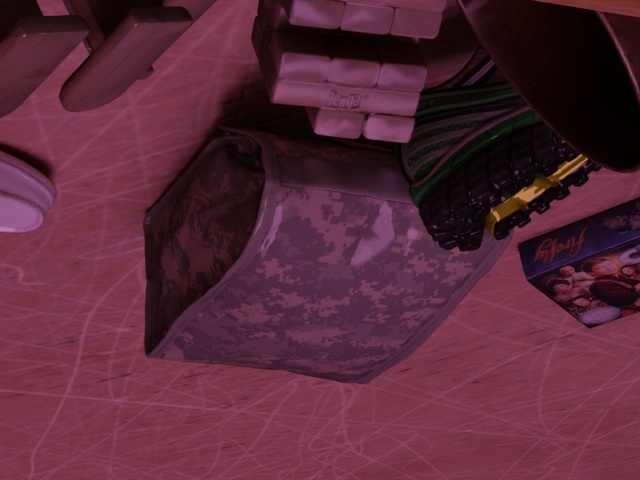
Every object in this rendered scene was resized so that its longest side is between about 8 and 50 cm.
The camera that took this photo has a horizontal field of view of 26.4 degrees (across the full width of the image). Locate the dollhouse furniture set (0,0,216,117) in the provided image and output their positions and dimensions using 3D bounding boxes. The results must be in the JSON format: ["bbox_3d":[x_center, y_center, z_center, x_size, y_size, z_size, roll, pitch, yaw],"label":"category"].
[{"bbox_3d":[-0.168,-0.173,0.804,0.242,0.212,0.161,-15,164,-49],"label":"dollhouse furniture set"}]

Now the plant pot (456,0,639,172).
[{"bbox_3d":[0.220,-0.195,0.839,0.230,0.215,0.215,-36,150,-6],"label":"plant pot"}]

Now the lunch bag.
[{"bbox_3d":[0.000,0.000,1.178,0.235,0.169,0.287,10,151,-26],"label":"lunch bag"}]

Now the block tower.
[{"bbox_3d":[0.037,-0.220,0.733,0.091,0.097,0.335,3,122,-15],"label":"block tower"}]

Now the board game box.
[{"bbox_3d":[0.347,0.010,1.388,0.243,0.042,0.165,-23,146,27],"label":"board game box"}]

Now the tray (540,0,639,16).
[{"bbox_3d":[0.190,-0.301,0.593,0.202,0.076,0.411,5,119,-19],"label":"tray"}]

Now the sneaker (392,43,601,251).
[{"bbox_3d":[0.197,-0.142,1.003,0.343,0.146,0.134,-32,157,10],"label":"sneaker"}]

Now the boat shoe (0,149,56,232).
[{"bbox_3d":[-0.354,-0.033,1.122,0.277,0.096,0.098,11,146,-28],"label":"boat shoe"}]
